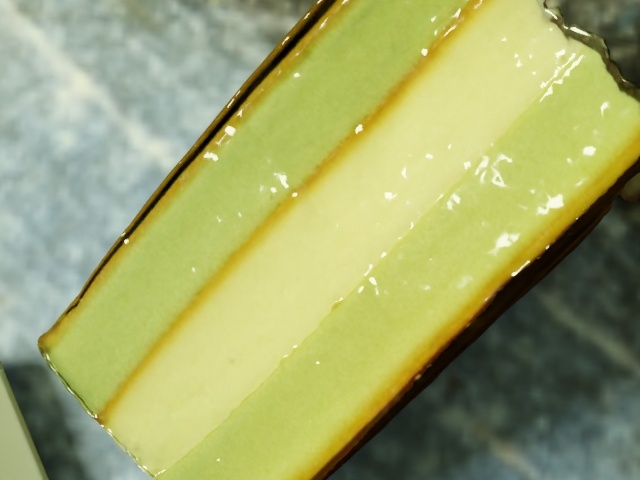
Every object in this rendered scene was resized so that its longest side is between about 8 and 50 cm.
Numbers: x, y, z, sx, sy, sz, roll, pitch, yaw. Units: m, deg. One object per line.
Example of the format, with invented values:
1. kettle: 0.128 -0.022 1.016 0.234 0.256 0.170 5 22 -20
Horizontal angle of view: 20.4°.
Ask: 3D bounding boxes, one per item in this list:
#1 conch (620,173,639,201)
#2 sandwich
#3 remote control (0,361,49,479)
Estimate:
1. conch: 0.192 -0.064 0.638 0.176 0.094 0.104 -46 121 -6
2. sandwich: 0.000 0.000 0.590 0.187 0.144 0.117 -41 79 -11
3. remote control: -0.105 0.121 0.619 0.050 0.027 0.184 -23 83 -5
